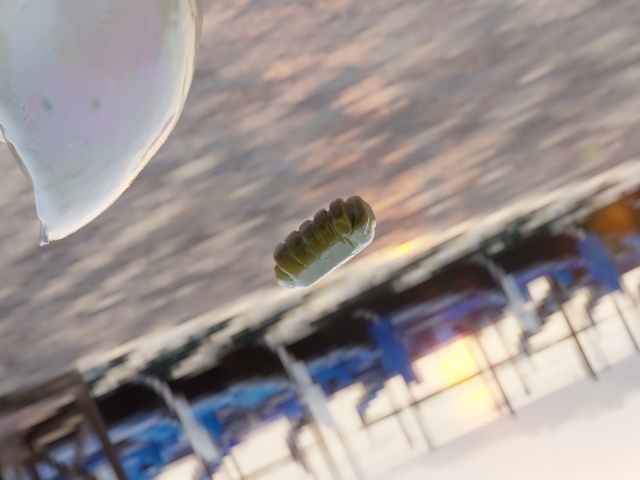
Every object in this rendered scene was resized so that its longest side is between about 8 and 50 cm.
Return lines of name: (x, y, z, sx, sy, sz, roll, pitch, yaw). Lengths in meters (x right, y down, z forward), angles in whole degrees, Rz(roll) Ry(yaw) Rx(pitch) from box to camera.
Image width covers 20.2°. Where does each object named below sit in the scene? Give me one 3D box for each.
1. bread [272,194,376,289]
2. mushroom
bread: (0.000, 0.000, 1.304, 0.088, 0.049, 0.033, -35, 130, 8)
mushroom: (-0.132, -0.103, 1.099, 0.173, 0.162, 0.236, -25, -175, -12)
